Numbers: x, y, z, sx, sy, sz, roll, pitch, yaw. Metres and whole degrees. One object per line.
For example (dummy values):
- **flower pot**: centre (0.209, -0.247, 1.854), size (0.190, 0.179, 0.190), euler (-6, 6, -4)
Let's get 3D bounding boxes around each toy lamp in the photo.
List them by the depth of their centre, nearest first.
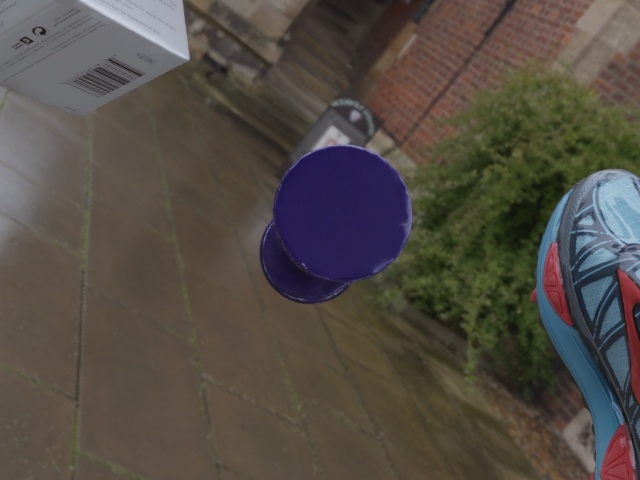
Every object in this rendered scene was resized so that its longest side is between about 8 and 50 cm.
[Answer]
- **toy lamp**: centre (0.000, 0.000, 0.550), size (0.080, 0.080, 0.274), euler (39, -10, -1)

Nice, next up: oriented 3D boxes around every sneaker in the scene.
- **sneaker**: centre (0.191, 0.058, 0.413), size (0.104, 0.125, 0.261), euler (8, 54, -19)

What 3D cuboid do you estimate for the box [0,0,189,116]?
- **box**: centre (-0.270, -0.243, 0.913), size (0.182, 0.181, 0.119), euler (19, 56, -56)
